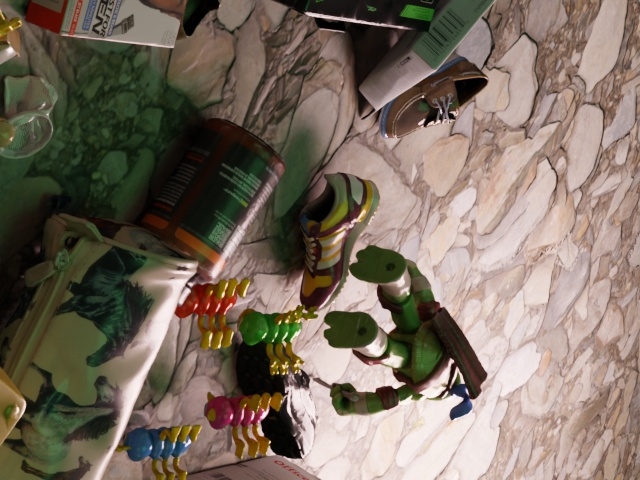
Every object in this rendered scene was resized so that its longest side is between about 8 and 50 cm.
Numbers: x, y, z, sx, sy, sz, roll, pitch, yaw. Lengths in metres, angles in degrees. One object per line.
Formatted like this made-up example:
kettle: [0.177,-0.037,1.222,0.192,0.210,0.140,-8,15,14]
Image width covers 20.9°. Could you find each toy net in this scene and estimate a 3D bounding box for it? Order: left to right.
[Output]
toy net: [-0.316,-0.069,1.630,0.232,0.045,0.122,-41,129,-35]

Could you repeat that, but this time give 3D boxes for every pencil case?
pencil case: [-0.283,0.166,1.754,0.183,0.160,0.410,25,90,-49]

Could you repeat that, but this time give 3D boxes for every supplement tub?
supplement tub: [-0.130,-0.028,1.892,0.198,0.106,0.106,-57,148,-10]

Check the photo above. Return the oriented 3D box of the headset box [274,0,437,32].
headset box: [0.040,-0.367,1.878,0.246,0.131,0.283,0,112,-55]

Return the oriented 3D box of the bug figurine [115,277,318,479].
bug figurine: [-0.123,0.155,2.033,0.216,0.072,0.279,4,113,-39]

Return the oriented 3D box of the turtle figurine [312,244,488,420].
turtle figurine: [0.062,0.113,2.186,0.197,0.275,0.266,-36,147,-1]

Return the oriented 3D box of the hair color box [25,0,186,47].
hair color box: [-0.201,-0.243,1.687,0.167,0.053,0.093,-3,113,-56]

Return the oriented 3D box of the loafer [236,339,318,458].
loafer: [-0.052,0.184,2.193,0.223,0.076,0.078,72,32,-42]

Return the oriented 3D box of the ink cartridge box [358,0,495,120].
ink cartridge box: [0.140,-0.260,2.106,0.223,0.045,0.224,-50,-172,-24]

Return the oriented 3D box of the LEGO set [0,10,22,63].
LEGO set: [-0.348,-0.225,1.480,0.132,0.107,0.287,-39,164,28]

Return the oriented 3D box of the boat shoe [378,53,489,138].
boat shoe: [0.147,-0.182,2.223,0.183,0.066,0.066,-41,141,-33]

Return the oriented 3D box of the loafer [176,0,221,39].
loafer: [-0.121,-0.264,1.792,0.148,0.050,0.056,-60,148,-7]

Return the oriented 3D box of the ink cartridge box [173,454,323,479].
ink cartridge box: [-0.075,0.356,2.186,0.219,0.160,0.093,-3,115,-54]

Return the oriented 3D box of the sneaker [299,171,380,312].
sneaker: [0.000,0.000,2.150,0.084,0.069,0.186,14,105,-35]

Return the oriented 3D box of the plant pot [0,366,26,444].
plant pot: [-0.394,0.138,1.545,0.212,0.187,0.212,-56,148,-14]
